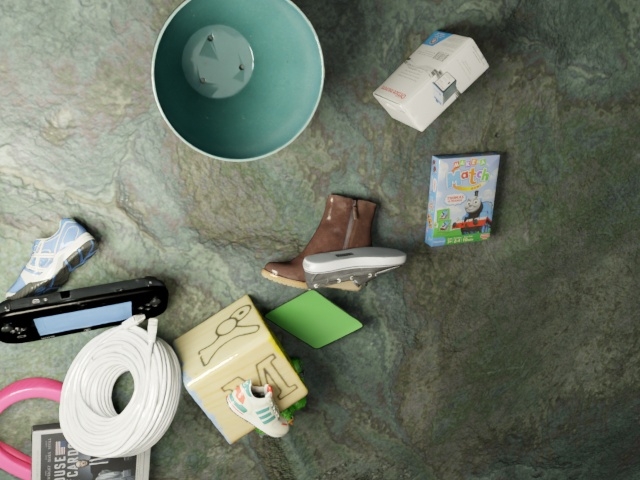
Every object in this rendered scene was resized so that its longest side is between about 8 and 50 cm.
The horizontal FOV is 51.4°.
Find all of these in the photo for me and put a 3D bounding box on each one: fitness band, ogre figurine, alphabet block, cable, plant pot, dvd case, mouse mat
[{"bbox_3d":[-0.564,0.407,1.394,0.209,0.054,0.291,-47,121,2],"label":"fitness band"},{"bbox_3d":[-0.106,0.369,1.539,0.197,0.097,0.118,-42,113,-40],"label":"ogre figurine"},{"bbox_3d":[-0.173,0.269,1.415,0.197,0.192,0.193,-32,121,-5],"label":"alphabet block"},{"bbox_3d":[-0.395,0.296,1.310,0.257,0.256,0.089,-21,153,19],"label":"cable"},{"bbox_3d":[-0.162,-0.304,1.179,0.291,0.195,0.290,-8,113,-18],"label":"plant pot"},{"bbox_3d":[-0.482,0.459,1.407,0.239,0.029,0.179,0,109,-25],"label":"dvd case"},{"bbox_3d":[-0.014,0.180,1.494,0.153,0.007,0.190,-30,131,28],"label":"mouse mat"}]

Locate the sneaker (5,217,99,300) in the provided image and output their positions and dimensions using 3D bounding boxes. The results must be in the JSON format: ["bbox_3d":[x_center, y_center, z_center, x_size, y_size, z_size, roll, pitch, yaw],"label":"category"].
[{"bbox_3d":[-0.517,0.042,1.262,0.211,0.080,0.081,-38,81,7],"label":"sneaker"}]

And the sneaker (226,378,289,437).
[{"bbox_3d":[-0.108,0.332,1.325,0.161,0.057,0.075,39,99,-26],"label":"sneaker"}]

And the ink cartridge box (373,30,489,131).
[{"bbox_3d":[0.221,-0.327,1.352,0.190,0.139,0.082,-45,121,2],"label":"ink cartridge box"}]

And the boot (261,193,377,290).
[{"bbox_3d":[0.000,0.000,1.449,0.249,0.090,0.206,5,97,-22],"label":"boot"}]

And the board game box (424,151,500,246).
[{"bbox_3d":[0.329,-0.097,1.547,0.160,0.039,0.211,-7,112,-18],"label":"board game box"}]

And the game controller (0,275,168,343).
[{"bbox_3d":[-0.456,0.139,1.283,0.320,0.067,0.166,-9,149,-19],"label":"game controller"}]

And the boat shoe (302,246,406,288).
[{"bbox_3d":[0.073,0.064,1.403,0.229,0.080,0.076,-7,110,-22],"label":"boat shoe"}]
